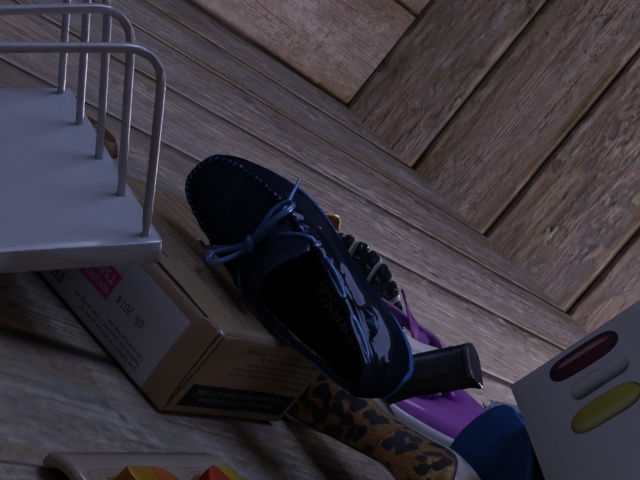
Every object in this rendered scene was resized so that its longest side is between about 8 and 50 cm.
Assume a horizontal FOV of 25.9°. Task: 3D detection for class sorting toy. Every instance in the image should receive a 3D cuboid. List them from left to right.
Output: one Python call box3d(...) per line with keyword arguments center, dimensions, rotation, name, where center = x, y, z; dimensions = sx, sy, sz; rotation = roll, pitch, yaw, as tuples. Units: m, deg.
box3d(center=(-0.058, 0.201, 0.890), dimensions=(0.208, 0.038, 0.193), rotation=(43, 11, 24), name="sorting toy")

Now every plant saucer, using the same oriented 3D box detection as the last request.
box3d(center=(-0.271, -0.130, 1.652), dimensions=(0.083, 0.015, 0.083), rotation=(38, 10, -8), name="plant saucer")

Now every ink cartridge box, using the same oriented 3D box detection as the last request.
box3d(center=(-0.128, 0.044, 1.187), dimensions=(0.235, 0.088, 0.193), rotation=(45, 13, 27), name="ink cartridge box")

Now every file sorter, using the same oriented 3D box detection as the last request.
box3d(center=(-0.244, -0.117, 1.040), dimensions=(0.192, 0.173, 0.278), rotation=(-4, 32, -24), name="file sorter")

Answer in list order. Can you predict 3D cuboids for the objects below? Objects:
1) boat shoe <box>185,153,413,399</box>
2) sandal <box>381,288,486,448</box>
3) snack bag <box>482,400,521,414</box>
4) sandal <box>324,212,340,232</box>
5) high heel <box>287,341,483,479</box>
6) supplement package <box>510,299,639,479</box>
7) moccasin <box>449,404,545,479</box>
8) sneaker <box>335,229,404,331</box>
box3d(center=(-0.021, 0.019, 1.138), dimensions=(0.258, 0.109, 0.089), rotation=(42, 14, 19), name="boat shoe")
box3d(center=(0.050, 0.093, 1.513), dimensions=(0.416, 0.102, 0.169), rotation=(38, 21, -8), name="sandal")
box3d(center=(0.374, 0.270, 1.709), dimensions=(0.342, 0.037, 0.323), rotation=(5, 11, 3), name="snack bag")
box3d(center=(0.005, 0.003, 1.868), dimensions=(0.088, 0.079, 0.240), rotation=(32, 12, -35), name="sandal")
box3d(center=(0.049, 0.215, 1.189), dimensions=(0.093, 0.186, 0.261), rotation=(53, 31, -45), name="high heel")
box3d(center=(0.301, 0.222, 1.166), dimensions=(0.204, 0.145, 0.262), rotation=(40, 22, -35), name="supplement package")
box3d(center=(0.179, 0.282, 1.206), dimensions=(0.117, 0.137, 0.342), rotation=(40, 23, -21), name="moccasin")
box3d(center=(0.005, 0.030, 1.690), dimensions=(0.283, 0.110, 0.122), rotation=(48, -1, 18), name="sneaker")
